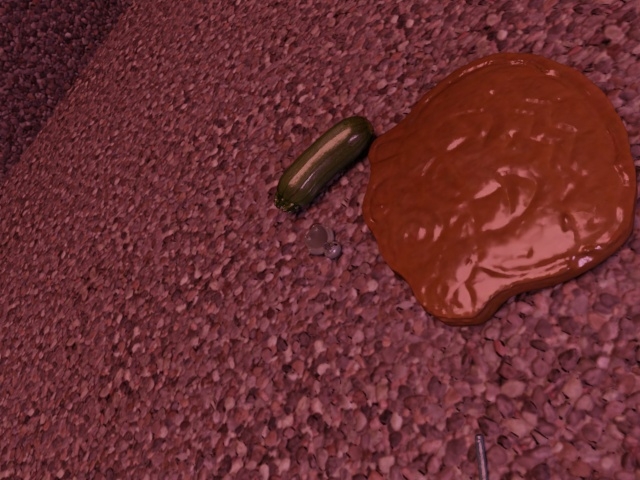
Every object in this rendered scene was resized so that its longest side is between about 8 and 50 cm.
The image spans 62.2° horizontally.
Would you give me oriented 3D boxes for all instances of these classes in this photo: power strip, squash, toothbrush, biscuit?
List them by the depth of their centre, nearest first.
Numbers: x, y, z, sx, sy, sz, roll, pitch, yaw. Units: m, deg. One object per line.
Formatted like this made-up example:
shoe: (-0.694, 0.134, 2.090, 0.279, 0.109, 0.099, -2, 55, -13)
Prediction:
toothbrush: (0.184, 0.302, 0.588, 0.011, 0.014, 0.167, -21, 54, 36)
biscuit: (0.225, -0.094, 0.747, 0.365, 0.062, 0.385, -34, 50, 17)
power strip: (0.000, 0.000, 0.875, 0.055, 0.035, 0.083, -52, 45, 1)
squash: (0.001, -0.134, 0.924, 0.219, 0.068, 0.077, -45, 65, 8)
